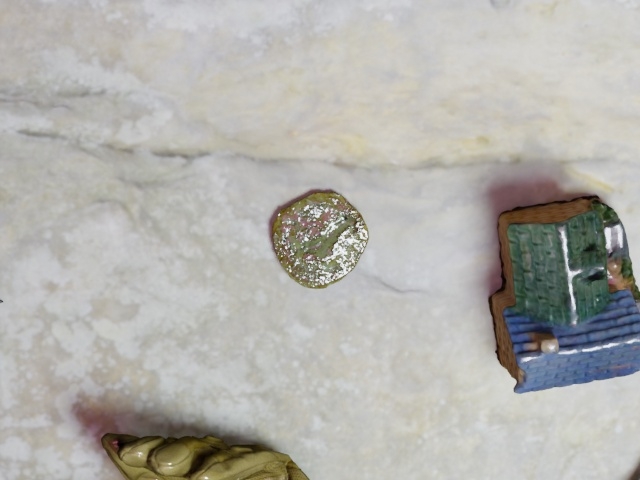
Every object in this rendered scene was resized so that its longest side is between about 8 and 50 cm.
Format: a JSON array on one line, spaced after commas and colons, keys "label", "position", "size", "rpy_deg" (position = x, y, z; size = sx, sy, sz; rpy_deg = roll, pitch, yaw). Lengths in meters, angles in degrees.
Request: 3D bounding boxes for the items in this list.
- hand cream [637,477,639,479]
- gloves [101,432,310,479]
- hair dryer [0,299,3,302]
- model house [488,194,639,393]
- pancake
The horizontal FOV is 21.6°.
[{"label": "hand cream", "position": [0.363, 0.339, 1.836], "size": [0.139, 0.089, 0.314], "rpy_deg": [37, 90, -8]}, {"label": "gloves", "position": [-0.095, 0.290, 1.795], "size": [0.331, 0.141, 0.154], "rpy_deg": [38, 124, -16]}, {"label": "hair dryer", "position": [-0.411, 0.041, 1.796], "size": [0.150, 0.071, 0.047], "rpy_deg": [18, 104, -21]}, {"label": "model house", "position": [0.260, 0.058, 1.737], "size": [0.166, 0.172, 0.183], "rpy_deg": [-10, 99, 3]}, {"label": "pancake", "position": [0.001, -0.001, 1.804], "size": [0.108, 0.017, 0.108], "rpy_deg": [-1, 101, -3]}]
